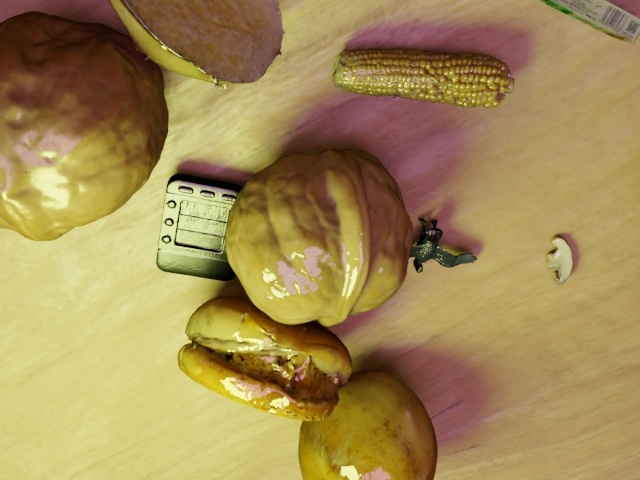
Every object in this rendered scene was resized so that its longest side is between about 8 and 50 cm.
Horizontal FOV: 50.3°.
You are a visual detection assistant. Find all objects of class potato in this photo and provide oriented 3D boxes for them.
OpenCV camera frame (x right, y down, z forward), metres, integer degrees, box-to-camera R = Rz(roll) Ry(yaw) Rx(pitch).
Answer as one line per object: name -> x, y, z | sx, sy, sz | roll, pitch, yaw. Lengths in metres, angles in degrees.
potato -> -0.192, -0.340, 0.945 | 0.299, 0.239, 0.116 | 40, 152, -28

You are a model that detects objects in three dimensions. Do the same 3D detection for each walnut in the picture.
walnut -> 0.000, 0.000, 1.076 | 0.296, 0.285, 0.285 | -5, 120, -22
walnut -> -0.367, -0.155, 0.929 | 0.305, 0.344, 0.306 | -2, 128, -2

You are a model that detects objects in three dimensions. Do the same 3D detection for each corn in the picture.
corn -> 0.164, -0.254, 1.063 | 0.288, 0.086, 0.087 | 3, 118, -5

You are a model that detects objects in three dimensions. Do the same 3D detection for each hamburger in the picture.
hamburger -> -0.095, 0.202, 1.183 | 0.289, 0.314, 0.170 | 24, 77, -19

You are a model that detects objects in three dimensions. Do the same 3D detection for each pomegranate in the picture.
pomegranate -> 0.092, 0.395, 1.285 | 0.307, 0.307, 0.308 | -2, 118, -3

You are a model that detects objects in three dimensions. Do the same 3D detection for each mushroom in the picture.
mushroom -> 0.448, 0.035, 1.277 | 0.049, 0.019, 0.101 | -10, 116, 0

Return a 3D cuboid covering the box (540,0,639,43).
box -> 0.397, -0.361, 1.042 | 0.207, 0.050, 0.041 | 20, 112, -14

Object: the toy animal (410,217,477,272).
toy animal -> 0.187, 0.014, 1.221 | 0.220, 0.062, 0.108 | 5, 117, -14

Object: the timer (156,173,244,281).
timer -> -0.202, -0.022, 1.179 | 0.144, 0.055, 0.188 | 11, 121, -10
